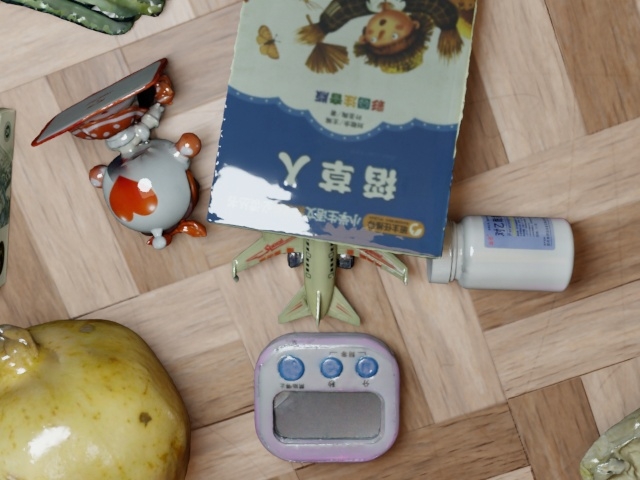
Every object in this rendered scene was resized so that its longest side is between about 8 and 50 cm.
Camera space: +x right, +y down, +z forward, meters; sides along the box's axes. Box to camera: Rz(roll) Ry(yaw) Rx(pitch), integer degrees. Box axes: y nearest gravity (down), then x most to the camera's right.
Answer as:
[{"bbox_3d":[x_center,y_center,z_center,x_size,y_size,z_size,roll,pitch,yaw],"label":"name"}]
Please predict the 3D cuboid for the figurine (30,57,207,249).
[{"bbox_3d":[-0.233,-0.092,1.257,0.184,0.160,0.226,-26,110,8],"label":"figurine"}]

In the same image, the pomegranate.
[{"bbox_3d":[-0.337,0.245,1.236,0.343,0.342,0.342,0,103,1],"label":"pomegranate"}]

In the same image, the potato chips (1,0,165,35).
[{"bbox_3d":[-0.318,-0.448,1.142,0.429,0.070,0.358,25,112,-21],"label":"potato chips"}]

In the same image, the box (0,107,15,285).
[{"bbox_3d":[-0.518,-0.063,1.300,0.164,0.069,0.256,8,104,0],"label":"box"}]

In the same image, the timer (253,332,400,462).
[{"bbox_3d":[0.009,0.224,1.354,0.209,0.069,0.190,0,104,0],"label":"timer"}]

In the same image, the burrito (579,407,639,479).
[{"bbox_3d":[0.525,0.269,1.336,0.175,0.107,0.347,36,104,-22],"label":"burrito"}]

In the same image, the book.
[{"bbox_3d":[0.036,-0.206,1.204,0.300,0.039,0.427,8,85,0],"label":"book"}]

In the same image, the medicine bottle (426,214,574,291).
[{"bbox_3d":[0.241,0.017,1.281,0.187,0.103,0.102,2,103,2],"label":"medicine bottle"}]

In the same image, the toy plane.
[{"bbox_3d":[0.000,0.000,1.284,0.242,0.104,0.256,2,103,4],"label":"toy plane"}]
